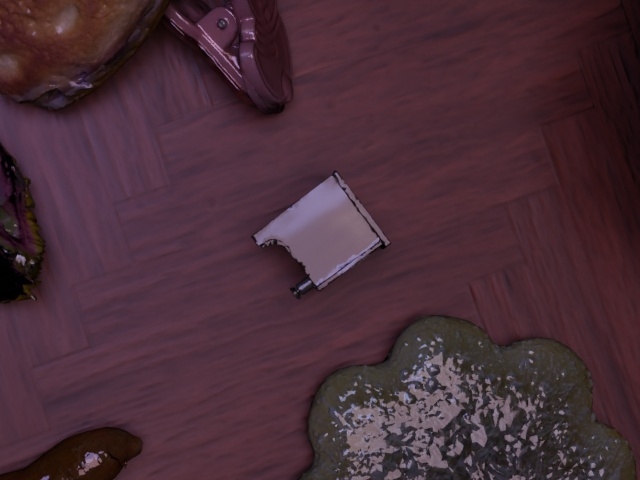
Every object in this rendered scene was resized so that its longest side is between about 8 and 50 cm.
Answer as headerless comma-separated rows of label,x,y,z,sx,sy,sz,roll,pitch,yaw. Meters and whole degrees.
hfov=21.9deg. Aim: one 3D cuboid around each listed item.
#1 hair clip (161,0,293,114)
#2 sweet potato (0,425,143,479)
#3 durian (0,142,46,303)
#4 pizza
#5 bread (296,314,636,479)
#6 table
hair clip,-0.053,-0.175,1.268,0.102,0.123,0.138,-43,87,22
sweet potato,-0.224,0.194,1.257,0.194,0.056,0.056,-23,90,-2
durian,-0.280,-0.034,1.251,0.186,0.119,0.108,37,45,-15
pizza,-0.172,-0.233,1.216,0.161,0.085,0.305,26,117,0
bread,0.103,0.160,1.296,0.286,0.056,0.207,-13,91,-9
table,0.000,0.000,1.277,0.082,0.083,0.070,-37,89,-1
